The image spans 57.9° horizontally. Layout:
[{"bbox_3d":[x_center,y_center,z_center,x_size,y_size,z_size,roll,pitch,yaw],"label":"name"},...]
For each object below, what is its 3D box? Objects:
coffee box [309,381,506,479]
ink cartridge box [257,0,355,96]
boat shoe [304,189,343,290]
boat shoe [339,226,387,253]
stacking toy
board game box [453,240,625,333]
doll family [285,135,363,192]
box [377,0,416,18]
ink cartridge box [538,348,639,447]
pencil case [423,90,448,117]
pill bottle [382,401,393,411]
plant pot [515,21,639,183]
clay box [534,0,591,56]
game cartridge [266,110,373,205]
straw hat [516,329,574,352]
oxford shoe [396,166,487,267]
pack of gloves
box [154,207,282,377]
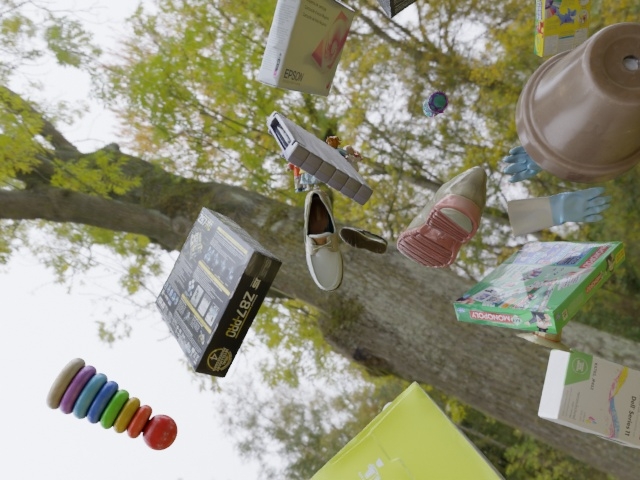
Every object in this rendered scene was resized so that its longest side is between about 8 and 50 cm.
[{"bbox_3d":[0.229,0.575,1.182,0.338,0.337,0.334,-42,-59,-2],"label":"coffee box"},{"bbox_3d":[-0.015,-0.538,1.452,0.324,0.071,0.330,-22,-46,-64],"label":"ink cartridge box"},{"bbox_3d":[0.000,0.000,1.699,0.103,0.113,0.302,48,-150,-82],"label":"boat shoe"},{"bbox_3d":[0.132,-0.004,1.762,0.049,0.152,0.056,-51,-16,-60],"label":"boat shoe"},{"bbox_3d":[-0.517,0.431,1.483,0.141,0.330,0.141,-62,3,6],"label":"stacking toy"},{"bbox_3d":[0.451,0.083,1.184,0.317,0.213,0.046,-29,-70,-36],"label":"board game box"},{"bbox_3d":[0.017,-0.251,1.872,0.118,0.263,0.163,-157,60,-85],"label":"doll family"},{"bbox_3d":[0.261,-0.778,1.431,0.343,0.179,0.312,-33,-7,5],"label":"box"},{"bbox_3d":[0.829,0.460,1.650,0.119,0.353,0.207,118,170,-75],"label":"ink cartridge box"},{"bbox_3d":[0.362,-0.427,1.823,0.152,0.064,0.070,-56,-44,-82],"label":"pencil case"},{"bbox_3d":[0.214,0.460,1.483,0.120,0.067,0.067,37,-106,-31],"label":"pill bottle"},{"bbox_3d":[0.504,-0.257,1.030,0.263,0.263,0.229,-64,-10,-8],"label":"plant pot"},{"bbox_3d":[0.623,-0.598,1.485,0.127,0.053,0.222,-11,-62,-4],"label":"clay box"},{"bbox_3d":[-0.011,-0.210,1.453,0.230,0.355,0.068,33,-77,-24],"label":"game cartridge"},{"bbox_3d":[0.546,0.219,1.384,0.144,0.144,0.061,14,-89,-61],"label":"straw hat"},{"bbox_3d":[0.302,-0.043,1.398,0.146,0.140,0.397,-59,2,-22],"label":"oxford shoe"},{"bbox_3d":[0.520,-0.124,1.254,0.046,0.232,0.195,-28,-72,-89],"label":"pack of gloves"},{"bbox_3d":[-0.279,0.115,1.486,0.097,0.395,0.318,22,-85,-33],"label":"box"}]
